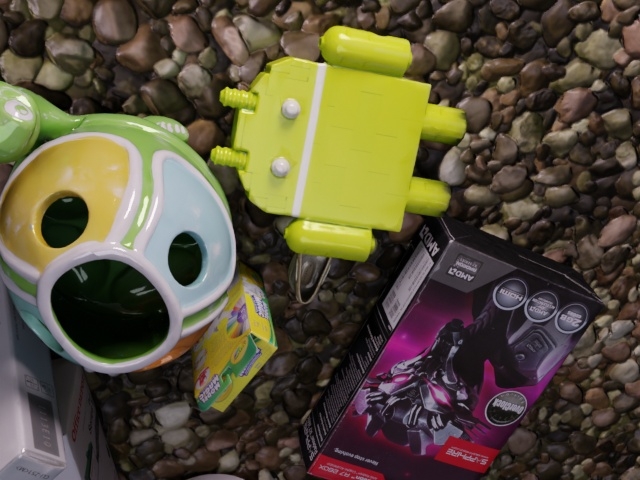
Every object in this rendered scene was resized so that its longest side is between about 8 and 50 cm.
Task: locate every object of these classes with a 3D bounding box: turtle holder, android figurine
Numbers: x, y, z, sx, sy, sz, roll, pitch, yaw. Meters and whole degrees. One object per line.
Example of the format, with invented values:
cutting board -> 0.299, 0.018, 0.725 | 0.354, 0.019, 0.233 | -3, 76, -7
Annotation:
turtle holder -> -0.208, -0.014, 0.863 | 0.243, 0.227, 0.321 | -4, 118, -6
android figurine -> 0.019, -0.103, 0.934 | 0.272, 0.056, 0.248 | 9, 102, -15

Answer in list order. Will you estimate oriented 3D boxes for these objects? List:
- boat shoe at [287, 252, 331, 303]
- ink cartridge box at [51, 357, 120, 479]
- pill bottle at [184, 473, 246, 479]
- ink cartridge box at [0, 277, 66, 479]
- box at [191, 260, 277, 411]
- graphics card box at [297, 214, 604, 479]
boat shoe -> -0.002, 0.000, 1.005 | 0.056, 0.048, 0.153 | 14, 114, -16
ink cartridge box -> -0.311, 0.273, 1.032 | 0.092, 0.160, 0.220 | -11, 119, -5
pill bottle -> -0.146, 0.466, 1.164 | 0.152, 0.152, 0.272 | -1, 116, -9
ink cartridge box -> -0.385, 0.194, 0.915 | 0.239, 0.275, 0.060 | -41, 133, 13
box -> -0.100, 0.110, 0.972 | 0.043, 0.179, 0.105 | 33, 108, -22
graphics card box -> 0.155, 0.167, 1.093 | 0.232, 0.094, 0.371 | 22, 111, -19
